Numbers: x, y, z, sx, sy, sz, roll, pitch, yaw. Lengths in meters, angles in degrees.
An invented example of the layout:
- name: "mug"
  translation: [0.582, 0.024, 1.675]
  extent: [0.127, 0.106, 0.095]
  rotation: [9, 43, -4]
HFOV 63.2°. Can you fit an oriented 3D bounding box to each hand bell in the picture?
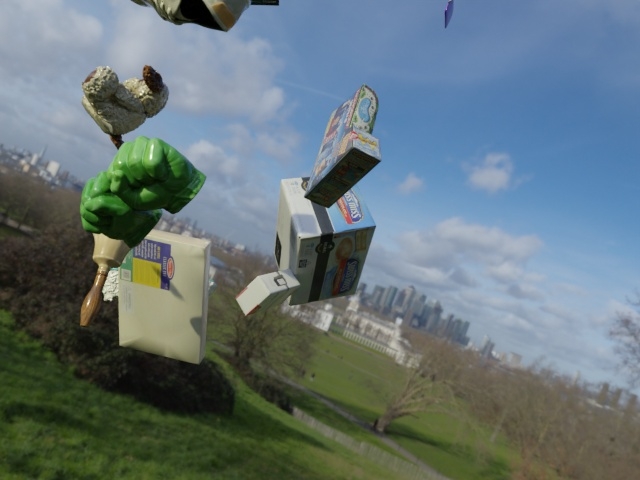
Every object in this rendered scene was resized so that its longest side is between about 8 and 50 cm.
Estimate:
- name: "hand bell"
  translation: [-0.525, 0.088, 1.241]
  extent: [0.126, 0.242, 0.126]
  rotation: [8, -27, 4]

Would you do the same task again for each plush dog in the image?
- name: "plush dog"
  translation: [-0.544, -0.399, 1.513]
  extent: [0.211, 0.225, 0.262]
  rotation: [58, -22, -10]

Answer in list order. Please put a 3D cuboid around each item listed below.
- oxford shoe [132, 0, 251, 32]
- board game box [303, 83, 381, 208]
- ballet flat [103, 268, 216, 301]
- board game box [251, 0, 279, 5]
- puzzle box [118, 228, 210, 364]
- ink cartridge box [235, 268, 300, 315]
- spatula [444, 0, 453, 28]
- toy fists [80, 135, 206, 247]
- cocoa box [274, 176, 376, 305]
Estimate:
- name: "oxford shoe"
  translation: [-0.380, -0.630, 1.352]
  extent: [0.449, 0.130, 0.169]
  rotation: [20, -9, 28]
- name: "board game box"
  translation: [0.055, -0.173, 0.948]
  extent: [0.060, 0.194, 0.194]
  rotation: [23, -15, -19]
- name: "ballet flat"
  translation: [-0.593, 0.196, 1.909]
  extent: [0.408, 0.147, 0.147]
  rotation: [9, 1, -22]
- name: "board game box"
  translation: [-0.181, -0.730, 1.505]
  extent: [0.126, 0.186, 0.026]
  rotation: [-1, -44, -4]
- name: "puzzle box"
  translation: [-0.472, 0.167, 1.568]
  extent: [0.272, 0.409, 0.052]
  rotation: [12, 23, 7]
- name: "ink cartridge box"
  translation: [-0.144, 0.142, 1.448]
  extent: [0.063, 0.109, 0.150]
  rotation: [54, 28, 15]
- name: "spatula"
  translation: [0.472, -0.862, 1.798]
  extent: [0.030, 0.084, 0.296]
  rotation: [26, -16, 6]
- name: "toy fists"
  translation: [-0.343, -0.084, 0.954]
  extent: [0.279, 0.096, 0.142]
  rotation: [-30, -58, 36]
- name: "cocoa box"
  translation: [0.000, 0.000, 1.580]
  extent: [0.228, 0.231, 0.347]
  rotation: [-8, -38, -16]
